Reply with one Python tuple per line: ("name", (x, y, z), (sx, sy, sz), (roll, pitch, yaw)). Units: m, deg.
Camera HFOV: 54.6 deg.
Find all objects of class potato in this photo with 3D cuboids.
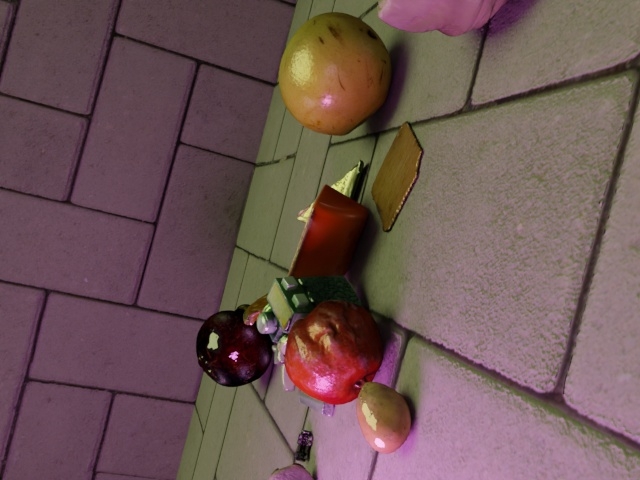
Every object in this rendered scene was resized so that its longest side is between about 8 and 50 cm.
("potato", (0.126, 0.363, 1.271), (0.147, 0.112, 0.112), (-103, 31, -43))

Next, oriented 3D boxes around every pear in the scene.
("pear", (0.044, -0.483, 1.824), (0.348, 0.349, 0.347), (-166, 90, -73))

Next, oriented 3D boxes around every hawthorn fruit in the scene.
("hawthorn fruit", (0.052, 0.278, 1.427), (0.271, 0.242, 0.241), (51, 130, 35))

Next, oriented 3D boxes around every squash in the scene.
("squash", (0.043, -0.153, 1.934), (0.170, 0.093, 0.251), (24, 104, 28))

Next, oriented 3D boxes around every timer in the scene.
("timer", (0.000, 0.000, 1.708), (0.250, 0.161, 0.257), (-27, -40, -66))

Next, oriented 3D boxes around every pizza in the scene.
("pizza", (-0.173, 0.241, 2.267), (0.292, 0.197, 0.058), (-40, -65, -63))

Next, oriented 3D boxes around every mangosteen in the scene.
("mangosteen", (-0.315, 0.400, 2.355), (0.330, 0.330, 0.329), (-166, 90, -73))

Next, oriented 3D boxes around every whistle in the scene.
("whistle", (-0.101, 0.359, 1.988), (0.092, 0.110, 0.244), (120, 150, -68))

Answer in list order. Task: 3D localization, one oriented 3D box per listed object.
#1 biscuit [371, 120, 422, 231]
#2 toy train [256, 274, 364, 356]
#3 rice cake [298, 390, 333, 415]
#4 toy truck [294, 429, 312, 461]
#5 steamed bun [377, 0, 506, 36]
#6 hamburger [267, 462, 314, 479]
("biscuit", (0.196, -0.170, 1.620), (0.232, 0.013, 0.236), (-100, 28, -54))
("toy train", (-0.026, 0.189, 1.609), (0.159, 0.272, 0.188), (58, 135, 39))
("rice cake", (-0.010, 0.416, 1.759), (0.237, 0.043, 0.127), (161, 123, -69))
("toy truck", (-0.049, 0.582, 1.760), (0.044, 0.039, 0.083), (104, 179, -79))
("steamed bun", (0.287, -0.576, 1.254), (0.367, 0.255, 0.342), (-53, -21, -39))
("hamburger", (-0.079, 0.657, 1.627), (0.133, 0.140, 0.062), (62, 149, 14))
